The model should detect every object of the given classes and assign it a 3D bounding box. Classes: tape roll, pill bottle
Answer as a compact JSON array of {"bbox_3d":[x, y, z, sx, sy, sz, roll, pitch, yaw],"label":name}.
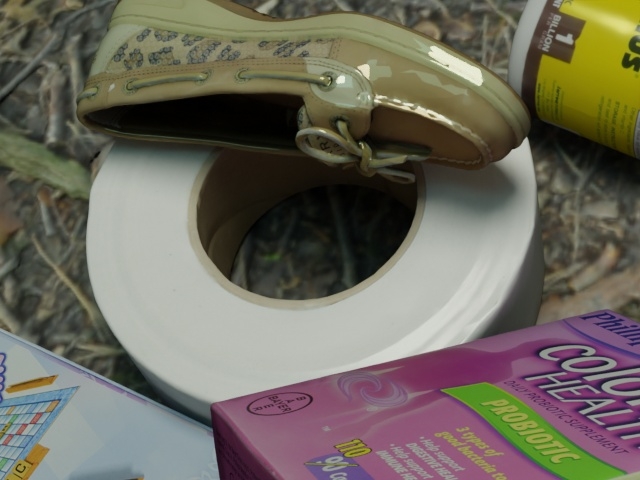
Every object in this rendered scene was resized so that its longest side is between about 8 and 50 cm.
[{"bbox_3d":[0.000,0.000,0.895,0.286,0.100,0.286,-5,59,9],"label":"tape roll"},{"bbox_3d":[0.236,-0.101,0.891,0.215,0.117,0.117,24,68,23],"label":"pill bottle"}]

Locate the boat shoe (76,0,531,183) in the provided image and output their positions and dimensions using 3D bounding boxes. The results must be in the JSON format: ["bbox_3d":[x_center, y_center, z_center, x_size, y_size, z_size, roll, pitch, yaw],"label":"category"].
[{"bbox_3d":[-0.015,-0.078,0.833,0.285,0.104,0.089,14,68,30],"label":"boat shoe"}]

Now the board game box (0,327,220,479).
[{"bbox_3d":[-0.191,0.226,0.823,0.318,0.066,0.319,22,67,22],"label":"board game box"}]

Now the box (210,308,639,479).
[{"bbox_3d":[0.093,0.134,0.686,0.242,0.117,0.213,-11,13,-16],"label":"box"}]
